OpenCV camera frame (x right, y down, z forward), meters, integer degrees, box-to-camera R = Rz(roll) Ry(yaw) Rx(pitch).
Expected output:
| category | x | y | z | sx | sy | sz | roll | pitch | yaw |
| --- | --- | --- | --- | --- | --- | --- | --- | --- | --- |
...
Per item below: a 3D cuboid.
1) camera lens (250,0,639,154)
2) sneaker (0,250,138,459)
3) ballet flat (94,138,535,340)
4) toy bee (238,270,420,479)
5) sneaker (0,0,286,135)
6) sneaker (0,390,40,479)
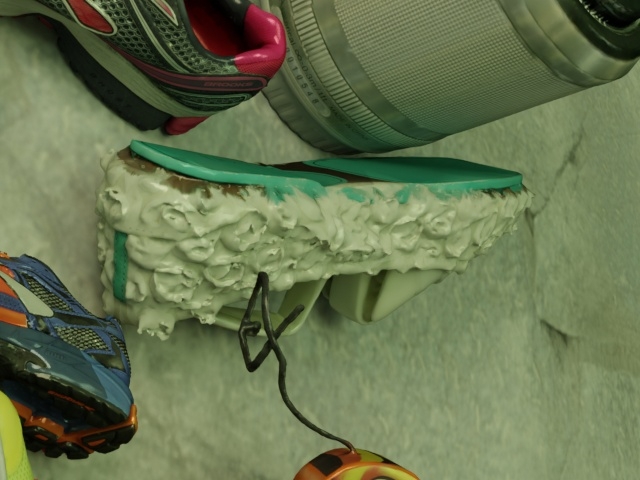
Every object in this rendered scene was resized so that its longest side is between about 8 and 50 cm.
| category | x | y | z | sx | sy | sz | roll | pitch | yaw |
| --- | --- | --- | --- | --- | --- | --- | --- | --- | --- |
| camera lens | 0.100 | -0.195 | 0.875 | 0.219 | 0.274 | 0.219 | 20 | 63 | -45 |
| sneaker | -0.192 | 0.039 | 0.624 | 0.221 | 0.083 | 0.087 | 41 | 30 | -33 |
| ballet flat | 0.000 | 0.000 | 0.834 | 0.409 | 0.147 | 0.147 | -2 | 79 | -46 |
| toy bee | 0.016 | 0.192 | 0.685 | 0.162 | 0.195 | 0.298 | 10 | 109 | -13 |
| sneaker | -0.147 | -0.186 | 0.715 | 0.299 | 0.112 | 0.120 | 34 | 54 | -37 |
| sneaker | -0.159 | 0.173 | 0.609 | 0.094 | 0.081 | 0.208 | -14 | 99 | -51 |
